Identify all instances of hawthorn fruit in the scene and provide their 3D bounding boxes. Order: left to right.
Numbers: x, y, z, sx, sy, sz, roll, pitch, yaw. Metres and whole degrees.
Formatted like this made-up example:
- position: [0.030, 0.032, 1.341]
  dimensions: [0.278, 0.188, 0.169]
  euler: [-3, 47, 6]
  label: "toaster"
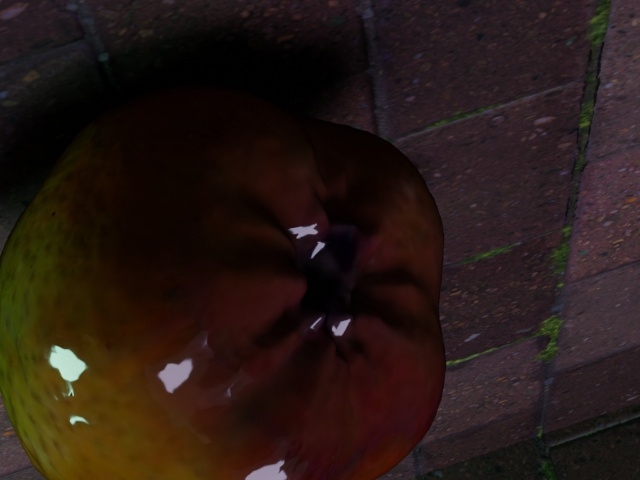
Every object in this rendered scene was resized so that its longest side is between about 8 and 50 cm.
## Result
- position: [-0.107, 0.066, 1.811]
  dimensions: [0.471, 0.472, 0.472]
  euler: [-17, 160, -6]
  label: "hawthorn fruit"
